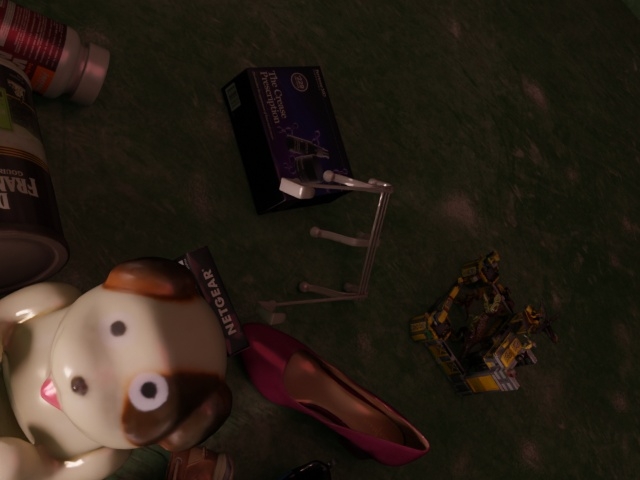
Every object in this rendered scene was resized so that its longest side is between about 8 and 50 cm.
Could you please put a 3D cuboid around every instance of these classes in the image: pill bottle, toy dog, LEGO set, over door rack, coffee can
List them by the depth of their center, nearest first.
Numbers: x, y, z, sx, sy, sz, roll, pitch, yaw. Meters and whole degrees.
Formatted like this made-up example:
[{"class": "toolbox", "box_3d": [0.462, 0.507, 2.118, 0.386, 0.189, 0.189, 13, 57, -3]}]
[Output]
[{"class": "toy dog", "box_3d": [-0.275, 0.180, 0.966, 0.395, 0.407, 0.285, -2, 77, -37]}, {"class": "coffee can", "box_3d": [-0.469, -0.084, 1.007, 0.201, 0.201, 0.276, -4, 65, -37]}, {"class": "pill bottle", "box_3d": [-0.454, -0.296, 1.171, 0.221, 0.121, 0.121, 19, 65, -31]}, {"class": "over door rack", "box_3d": [0.000, 0.000, 1.342, 0.324, 0.108, 0.240, -7, 112, -56]}, {"class": "LEGO set", "box_3d": [0.370, 0.171, 1.586, 0.331, 0.192, 0.255, -30, 94, -39]}]

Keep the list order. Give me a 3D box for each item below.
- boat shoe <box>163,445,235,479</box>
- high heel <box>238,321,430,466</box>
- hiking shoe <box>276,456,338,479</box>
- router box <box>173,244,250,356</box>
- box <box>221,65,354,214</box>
[{"class": "boat shoe", "box_3d": [-0.238, 0.455, 1.103, 0.116, 0.123, 0.325, 27, 63, -8]}, {"class": "high heel", "box_3d": [0.025, 0.259, 1.308, 0.377, 0.181, 0.127, 41, 55, -19]}, {"class": "hiking shoe", "box_3d": [-0.095, 0.453, 1.173, 0.113, 0.132, 0.304, 38, 46, 12]}, {"class": "router box", "box_3d": [-0.197, 0.110, 1.223, 0.046, 0.133, 0.179, -23, 90, -38]}, {"class": "box", "box_3d": [-0.059, -0.197, 1.448, 0.184, 0.103, 0.261, -12, 83, -41]}]
